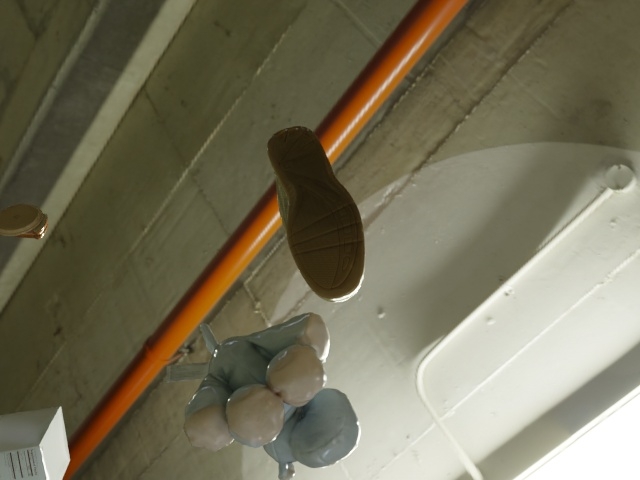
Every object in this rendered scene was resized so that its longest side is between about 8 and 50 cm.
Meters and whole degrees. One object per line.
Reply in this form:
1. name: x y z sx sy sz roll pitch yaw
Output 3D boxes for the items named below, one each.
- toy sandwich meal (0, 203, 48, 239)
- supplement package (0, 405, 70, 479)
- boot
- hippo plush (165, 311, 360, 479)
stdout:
1. toy sandwich meal: -0.484 -0.028 0.976 0.085 0.085 0.029 39 -35 35
2. supplement package: -0.692 0.490 1.339 0.194 0.203 0.149 -135 -141 -76
3. boot: 0.000 0.000 0.829 0.095 0.203 0.262 -19 -122 -5
4. hippo plush: -0.075 0.270 0.910 0.294 0.234 0.237 -13 -62 34
